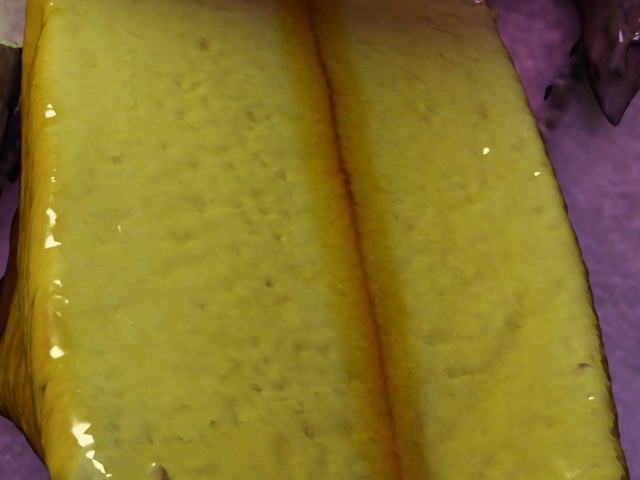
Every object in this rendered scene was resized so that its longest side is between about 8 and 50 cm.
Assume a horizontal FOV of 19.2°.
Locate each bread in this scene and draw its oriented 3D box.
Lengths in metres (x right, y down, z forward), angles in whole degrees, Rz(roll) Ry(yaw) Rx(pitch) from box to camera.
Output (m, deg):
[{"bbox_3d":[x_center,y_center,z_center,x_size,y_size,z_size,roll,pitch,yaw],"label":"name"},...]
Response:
[{"bbox_3d":[0.000,0.000,0.744,0.233,0.361,0.245,6,93,-13],"label":"bread"}]

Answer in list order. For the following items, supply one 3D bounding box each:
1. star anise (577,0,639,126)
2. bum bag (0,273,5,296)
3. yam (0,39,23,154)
[{"bbox_3d":[0.162,-0.221,0.971,0.331,0.117,0.332,1,83,-6],"label":"star anise"},{"bbox_3d":[-0.084,0.054,0.929,0.159,0.026,0.109,41,76,-1],"label":"bum bag"},{"bbox_3d":[-0.240,0.035,0.865,0.133,0.133,0.330,18,79,-2],"label":"yam"}]
